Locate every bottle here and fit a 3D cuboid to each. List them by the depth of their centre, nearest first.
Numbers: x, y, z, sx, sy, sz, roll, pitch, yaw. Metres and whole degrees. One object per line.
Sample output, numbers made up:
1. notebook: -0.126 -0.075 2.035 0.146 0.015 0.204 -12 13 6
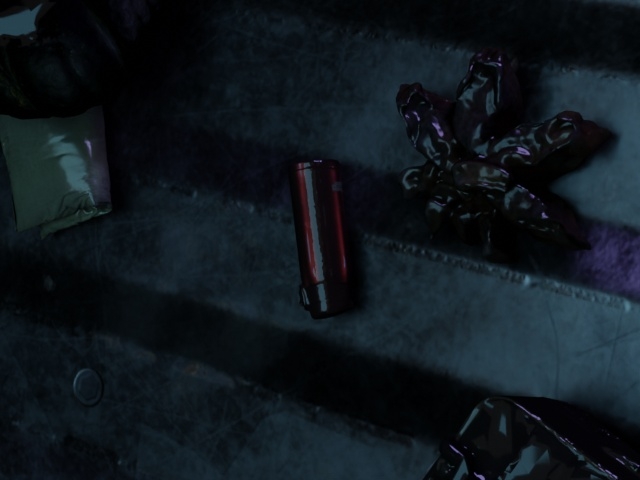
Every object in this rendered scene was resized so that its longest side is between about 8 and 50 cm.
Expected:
1. bottle: 0.000 0.000 1.687 0.060 0.060 0.164 -11 83 32

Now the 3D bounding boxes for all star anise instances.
1. star anise: 0.168 -0.081 1.563 0.220 0.099 0.214 -2 97 32

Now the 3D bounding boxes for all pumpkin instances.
1. pumpkin: -0.325 -0.294 1.762 0.296 0.296 0.295 -1 87 32

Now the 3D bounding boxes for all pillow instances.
1. pillow: -0.308 -0.100 1.876 0.134 0.078 0.181 -13 82 30

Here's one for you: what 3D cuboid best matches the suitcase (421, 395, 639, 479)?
1. suitcase: 0.259 0.335 1.428 0.434 0.194 0.283 37 103 28
